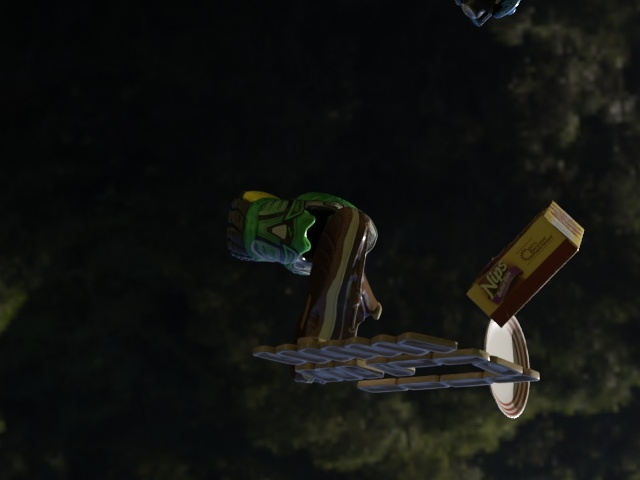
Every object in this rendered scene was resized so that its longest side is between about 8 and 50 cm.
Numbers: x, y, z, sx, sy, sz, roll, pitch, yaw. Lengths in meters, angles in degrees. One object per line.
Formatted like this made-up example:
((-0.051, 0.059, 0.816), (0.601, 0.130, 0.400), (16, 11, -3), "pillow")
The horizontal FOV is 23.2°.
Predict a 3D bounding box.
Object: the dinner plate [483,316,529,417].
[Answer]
((0.236, 0.158, 2.006), (0.017, 0.141, 0.141), (-9, -163, 30), "dinner plate")

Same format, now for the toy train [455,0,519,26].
((0.232, -0.340, 1.896), (0.184, 0.080, 0.105), (-45, -159, -4), "toy train")

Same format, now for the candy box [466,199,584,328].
((0.209, 0.020, 1.567), (0.109, 0.053, 0.187), (-47, 177, 13), "candy box")

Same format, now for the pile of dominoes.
((0.077, 0.116, 1.656), (0.251, 0.040, 0.196), (-9, 157, 40), "pile of dominoes")

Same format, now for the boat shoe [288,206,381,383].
((0.034, 0.074, 2.046), (0.095, 0.257, 0.095), (9, -150, -15), "boat shoe")

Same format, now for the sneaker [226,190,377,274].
((0.000, 0.000, 2.400), (0.146, 0.134, 0.343), (12, -174, 29), "sneaker")

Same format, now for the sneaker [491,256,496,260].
((0.269, 0.043, 2.318), (0.031, 0.035, 0.083), (2, 177, 19), "sneaker")
